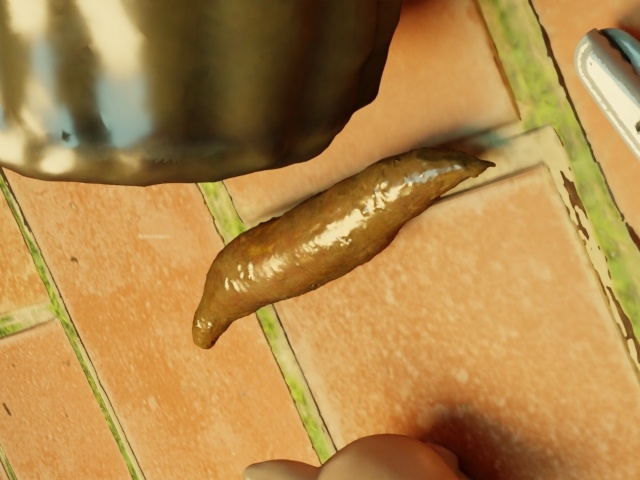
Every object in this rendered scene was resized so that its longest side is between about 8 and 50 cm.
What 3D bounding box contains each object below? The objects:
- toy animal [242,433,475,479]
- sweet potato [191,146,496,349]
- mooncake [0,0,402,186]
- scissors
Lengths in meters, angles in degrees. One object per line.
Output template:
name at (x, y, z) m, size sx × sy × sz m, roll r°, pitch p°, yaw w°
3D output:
toy animal at (0.057, 0.247, 0.754) m, size 0.165 × 0.149 × 0.248 m, roll 3°, pitch 126°, yaw 29°
sweet potato at (0.000, 0.000, 0.732) m, size 0.314 × 0.072 × 0.066 m, roll -29°, pitch 93°, yaw 41°
mooncake at (-0.093, -0.146, 0.582) m, size 0.290 × 0.290 × 0.161 m, roll 26°, pitch 124°, yaw 36°
scissors at (0.212, -0.012, 0.526) m, size 0.242 × 0.030 × 0.118 m, roll 50°, pitch 139°, yaw 8°
